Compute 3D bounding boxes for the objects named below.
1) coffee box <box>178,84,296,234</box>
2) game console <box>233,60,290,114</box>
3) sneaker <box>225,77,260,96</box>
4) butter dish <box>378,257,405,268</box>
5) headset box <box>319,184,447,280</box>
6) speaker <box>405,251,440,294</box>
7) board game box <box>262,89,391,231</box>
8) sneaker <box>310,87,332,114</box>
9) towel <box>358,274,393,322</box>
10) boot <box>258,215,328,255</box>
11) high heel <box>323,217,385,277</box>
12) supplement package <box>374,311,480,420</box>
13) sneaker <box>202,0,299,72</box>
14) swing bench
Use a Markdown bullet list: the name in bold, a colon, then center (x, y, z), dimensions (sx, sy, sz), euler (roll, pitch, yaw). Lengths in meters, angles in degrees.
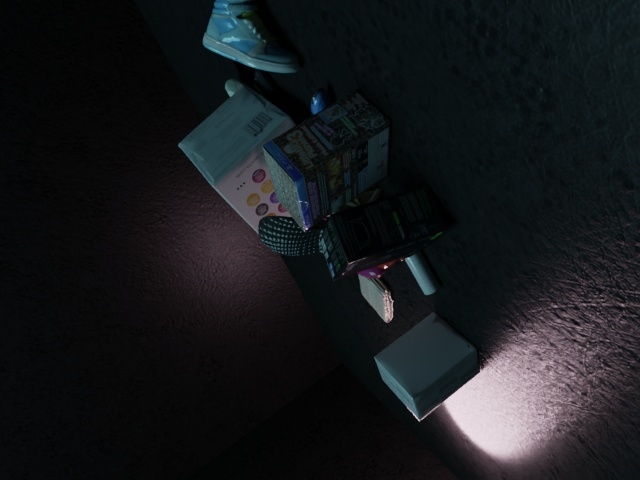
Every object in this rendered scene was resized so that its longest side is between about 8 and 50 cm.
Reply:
- **coffee box**: center (-0.233, -0.279, 1.844), dimensions (0.338, 0.337, 0.334), euler (43, 175, 43)
- **game console**: center (-0.221, -0.584, 1.856), dimensions (0.361, 0.044, 0.213), euler (55, 169, 7)
- **sneaker**: center (-0.297, -0.580, 2.081), dimensions (0.237, 0.085, 0.086), euler (44, -171, 32)
- **butter dish**: center (0.207, 0.018, 1.528), dimensions (0.118, 0.160, 0.160), euler (35, 157, 29)
- **headset box**: center (0.160, -0.016, 1.343), dimensions (0.246, 0.283, 0.131), euler (116, 135, -74)
- **speaker**: center (0.304, 0.093, 1.543), dimensions (0.136, 0.055, 0.055), euler (58, 167, -10)
- **board game box**: center (0.024, -0.202, 1.330), dimensions (0.141, 0.291, 0.232), euler (50, 165, 26)
- **sneaker**: center (0.028, -0.347, 1.485), dimensions (0.082, 0.069, 0.209), euler (35, 158, 27)
- **towel**: center (0.227, 0.214, 2.130), dimensions (0.187, 0.049, 0.282), euler (50, 167, 30)
- **boot**: center (-0.007, -0.021, 1.622), dimensions (0.222, 0.338, 0.118), euler (-30, -51, -67)
- **high heel**: center (0.103, -0.006, 1.850), dimensions (0.181, 0.127, 0.377), euler (53, 175, -35)
- **supplement package**: center (0.346, 0.402, 1.671), dimensions (0.204, 0.261, 0.145), euler (43, 161, 46)
- **sneaker**: center (-0.190, -0.620, 1.490), dimensions (0.319, 0.127, 0.208), euler (23, 118, 12)
- **swing bench**: center (0.013, -0.167, 1.607), dimensions (0.254, 0.165, 0.253), euler (41, 170, -13)
